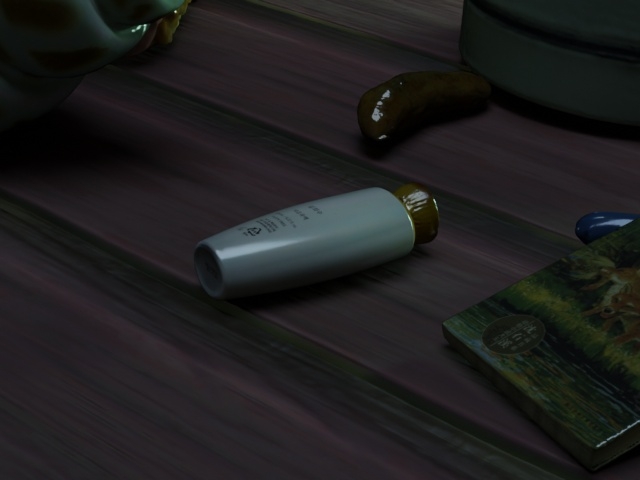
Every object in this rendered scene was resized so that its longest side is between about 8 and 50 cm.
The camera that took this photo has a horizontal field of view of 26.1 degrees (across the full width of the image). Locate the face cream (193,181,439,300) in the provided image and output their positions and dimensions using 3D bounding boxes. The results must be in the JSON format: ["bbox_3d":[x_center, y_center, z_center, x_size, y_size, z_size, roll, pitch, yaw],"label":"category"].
[{"bbox_3d":[0.000,0.000,0.977,0.182,0.051,0.072,-16,32,-29],"label":"face cream"}]

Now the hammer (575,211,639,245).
[{"bbox_3d":[0.281,0.001,0.990,0.193,0.070,0.116,6,29,16],"label":"hammer"}]

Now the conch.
[{"bbox_3d":[-0.268,-0.188,1.110,0.368,0.197,0.249,-29,24,29],"label":"conch"}]

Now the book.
[{"bbox_3d":[0.213,0.045,0.877,0.228,0.024,0.160,-27,36,-18],"label":"book"}]

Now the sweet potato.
[{"bbox_3d":[0.087,-0.126,1.226,0.182,0.053,0.054,-22,-2,-43],"label":"sweet potato"}]

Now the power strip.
[{"bbox_3d":[0.303,-0.241,1.338,0.357,0.161,0.357,4,27,-2],"label":"power strip"}]

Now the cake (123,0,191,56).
[{"bbox_3d":[-0.276,-0.359,1.370,0.306,0.314,0.293,4,29,0],"label":"cake"}]
